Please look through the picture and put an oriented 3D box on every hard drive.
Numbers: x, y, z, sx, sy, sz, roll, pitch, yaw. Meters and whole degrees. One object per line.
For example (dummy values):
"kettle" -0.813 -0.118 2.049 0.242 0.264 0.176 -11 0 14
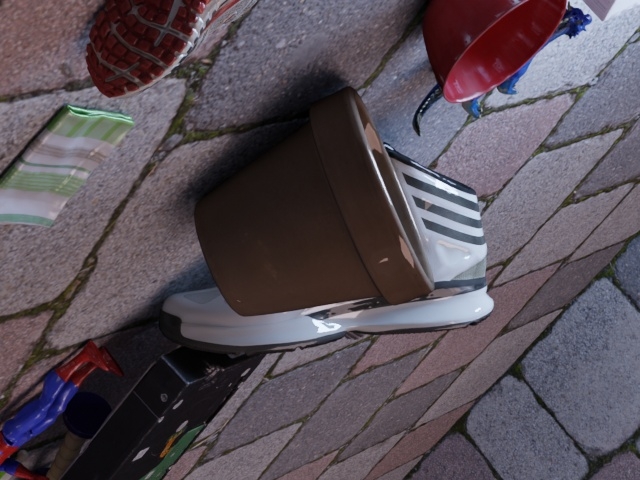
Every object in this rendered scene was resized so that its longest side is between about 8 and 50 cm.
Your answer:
"hard drive" -0.237 0.268 2.038 0.339 0.064 0.237 -52 165 22

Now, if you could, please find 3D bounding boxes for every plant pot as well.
"plant pot" -0.017 -0.020 1.749 0.229 0.263 0.263 -22 164 9

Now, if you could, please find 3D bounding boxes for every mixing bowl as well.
"mixing bowl" 0.186 -0.256 1.736 0.181 0.098 0.181 -34 160 -14

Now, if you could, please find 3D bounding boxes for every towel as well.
"towel" -0.258 -0.069 1.463 0.152 0.023 0.113 -45 161 20

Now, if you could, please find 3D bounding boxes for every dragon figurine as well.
"dragon figurine" 0.217 -0.234 1.868 0.289 0.085 0.144 -25 158 -36

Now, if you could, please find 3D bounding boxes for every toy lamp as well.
"toy lamp" -0.362 0.315 2.101 0.080 0.080 0.275 -21 156 -41

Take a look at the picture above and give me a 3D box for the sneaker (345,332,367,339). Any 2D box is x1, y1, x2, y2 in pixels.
"sneaker" 0.071 0.069 2.202 0.115 0.105 0.281 -54 -161 -26

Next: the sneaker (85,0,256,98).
"sneaker" -0.111 -0.204 1.318 0.225 0.088 0.092 -41 163 7

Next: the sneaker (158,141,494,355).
"sneaker" 0.000 0.000 1.964 0.447 0.258 0.169 -7 -170 -9

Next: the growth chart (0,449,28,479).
"growth chart" -0.511 0.357 2.008 0.237 0.021 0.172 -16 151 -50

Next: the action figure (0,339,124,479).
"action figure" -0.362 0.267 1.904 0.280 0.139 0.091 -37 161 2

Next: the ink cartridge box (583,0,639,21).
"ink cartridge box" 0.379 -0.363 1.858 0.090 0.092 0.143 -27 158 -28
